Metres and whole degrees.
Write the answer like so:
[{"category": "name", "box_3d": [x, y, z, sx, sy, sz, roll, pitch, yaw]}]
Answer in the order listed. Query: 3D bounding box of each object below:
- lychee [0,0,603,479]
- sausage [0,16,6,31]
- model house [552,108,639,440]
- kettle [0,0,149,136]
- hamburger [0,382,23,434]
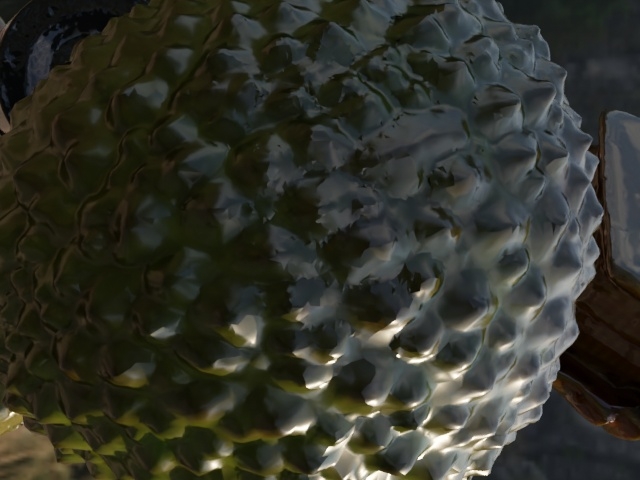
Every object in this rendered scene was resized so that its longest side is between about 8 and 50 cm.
[{"category": "lychee", "box_3d": [-0.008, 0.000, 0.562, 0.320, 0.270, 0.269, 32, 61, -49]}, {"category": "sausage", "box_3d": [-0.658, -0.164, 2.153, 0.136, 0.123, 0.500, 11, 102, -58]}, {"category": "model house", "box_3d": [0.247, 0.055, 1.014, 0.229, 0.199, 0.219, -55, -170, 49]}, {"category": "kettle", "box_3d": [-0.210, -0.151, 1.040, 0.232, 0.144, 0.202, -169, -95, -67]}, {"category": "hamburger", "box_3d": [-0.296, 0.066, 0.909, 0.192, 0.288, 0.167, -47, 114, -29]}]
